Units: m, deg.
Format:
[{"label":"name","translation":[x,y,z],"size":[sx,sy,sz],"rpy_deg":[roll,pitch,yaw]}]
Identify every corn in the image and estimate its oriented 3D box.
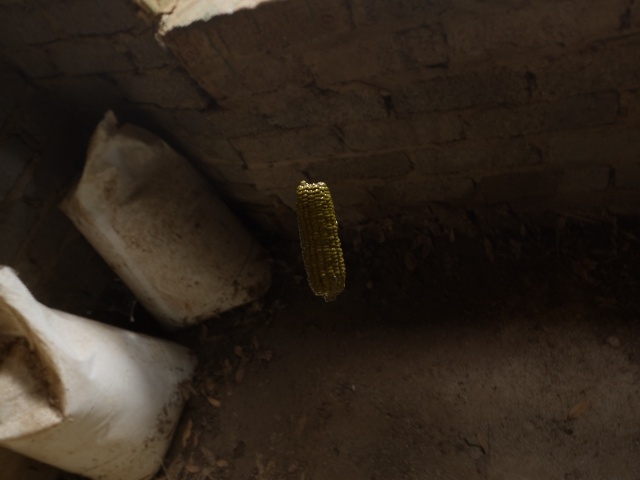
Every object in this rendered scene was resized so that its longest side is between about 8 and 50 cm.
[{"label":"corn","translation":[0.000,0.000,1.006],"size":[0.080,0.080,0.238],"rpy_deg":[-10,87,21]}]
